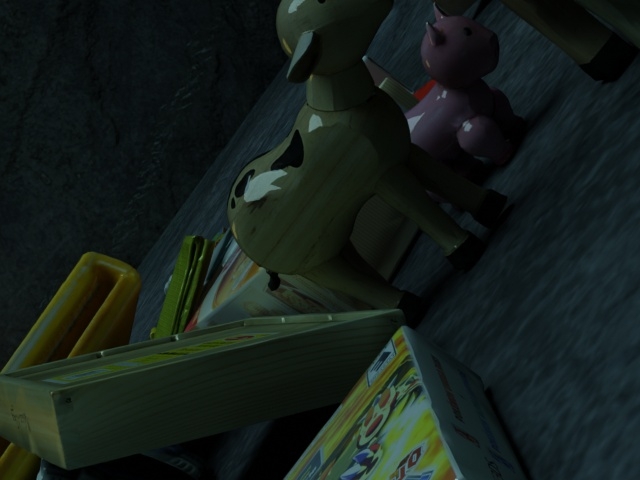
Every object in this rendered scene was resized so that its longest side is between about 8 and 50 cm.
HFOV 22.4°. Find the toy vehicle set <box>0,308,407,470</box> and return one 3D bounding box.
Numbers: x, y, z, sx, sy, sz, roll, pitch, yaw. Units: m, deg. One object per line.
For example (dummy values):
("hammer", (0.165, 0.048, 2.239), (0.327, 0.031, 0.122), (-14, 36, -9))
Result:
("toy vehicle set", (-0.074, 0.072, 0.834), (0.166, 0.035, 0.267), (-12, 0, -17))

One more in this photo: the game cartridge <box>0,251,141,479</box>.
("game cartridge", (-0.215, 0.210, 1.111), (0.285, 0.052, 0.324), (-62, -10, -47))

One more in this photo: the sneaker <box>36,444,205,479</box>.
("sneaker", (-0.123, 0.180, 0.940), (0.297, 0.111, 0.129), (147, 147, -86))

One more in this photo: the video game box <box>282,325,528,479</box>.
("video game box", (-0.009, 0.140, 0.560), (0.205, 0.048, 0.187), (-53, 10, 7))

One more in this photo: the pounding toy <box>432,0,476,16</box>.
("pounding toy", (0.140, -0.259, 1.266), (0.181, 0.094, 0.206), (-41, 23, 38))

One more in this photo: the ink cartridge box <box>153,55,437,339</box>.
("ink cartridge box", (-0.014, -0.027, 1.263), (0.275, 0.060, 0.239), (-57, 7, -20))

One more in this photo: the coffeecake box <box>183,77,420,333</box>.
("coffeecake box", (0.000, 0.000, 1.024), (0.142, 0.068, 0.185), (-59, 9, -27))

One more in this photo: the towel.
("towel", (-0.129, 0.109, 1.200), (0.102, 0.021, 0.237), (-177, 104, -76))

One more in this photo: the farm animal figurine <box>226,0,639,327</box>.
("farm animal figurine", (0.078, -0.139, 0.780), (0.330, 0.172, 0.327), (-57, 8, -20))

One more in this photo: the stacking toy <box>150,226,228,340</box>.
("stacking toy", (-0.075, 0.008, 1.517), (0.221, 0.052, 0.167), (-50, 10, 11))
